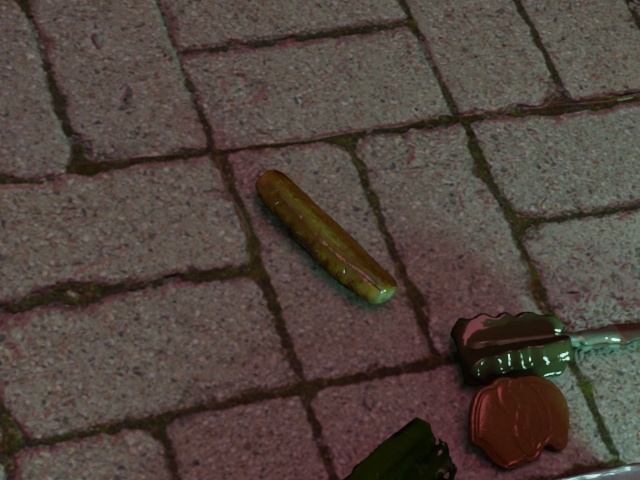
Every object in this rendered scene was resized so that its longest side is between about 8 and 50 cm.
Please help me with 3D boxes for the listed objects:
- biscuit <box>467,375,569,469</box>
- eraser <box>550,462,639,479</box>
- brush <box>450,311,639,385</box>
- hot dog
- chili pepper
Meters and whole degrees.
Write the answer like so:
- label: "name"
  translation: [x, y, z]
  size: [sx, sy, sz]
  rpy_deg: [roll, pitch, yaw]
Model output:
- label: "biscuit"
  translation: [0.221, 0.201, 1.671]
  size: [0.130, 0.019, 0.102]
  rpy_deg: [-9, 83, -24]
- label: "eraser"
  translation: [0.301, 0.416, 1.507]
  size: [0.272, 0.122, 0.359]
  rpy_deg: [-7, 60, -20]
- label: "brush"
  translation: [0.298, 0.116, 1.743]
  size: [0.301, 0.071, 0.084]
  rpy_deg: [-4, 54, -19]
- label: "hot dog"
  translation: [0.000, 0.000, 1.751]
  size: [0.215, 0.047, 0.066]
  rpy_deg: [43, 20, 14]
- label: "chili pepper"
  translation: [-0.007, 0.296, 1.539]
  size: [0.359, 0.076, 0.085]
  rpy_deg: [-27, 92, -29]
